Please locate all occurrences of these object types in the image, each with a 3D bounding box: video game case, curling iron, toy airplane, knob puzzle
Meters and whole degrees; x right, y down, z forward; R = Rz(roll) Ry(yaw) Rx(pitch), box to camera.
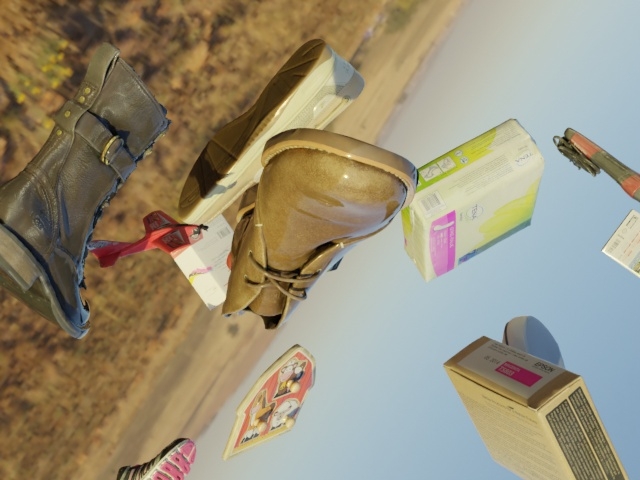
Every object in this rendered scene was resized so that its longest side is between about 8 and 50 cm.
[{"bbox_3d":[0.545,0.017,1.677,0.087,0.122,0.011,-55,178,9],"label":"video game case"},{"bbox_3d":[0.389,-0.059,1.204,0.035,0.274,0.068,-51,144,4],"label":"curling iron"},{"bbox_3d":[-0.201,0.002,1.158,0.151,0.151,0.028,-57,144,-66],"label":"toy airplane"},{"bbox_3d":[-0.061,0.250,1.581,0.213,0.030,0.213,-38,147,-30],"label":"knob puzzle"}]

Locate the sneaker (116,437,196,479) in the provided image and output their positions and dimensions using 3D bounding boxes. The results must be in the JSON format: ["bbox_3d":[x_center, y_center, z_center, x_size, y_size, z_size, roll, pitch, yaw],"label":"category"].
[{"bbox_3d":[-0.262,0.353,1.501,0.170,0.075,0.063,-47,137,-13],"label":"sneaker"}]

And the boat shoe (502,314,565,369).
[{"bbox_3d":[0.350,0.272,1.725,0.157,0.367,0.135,-11,-138,29],"label":"boat shoe"}]

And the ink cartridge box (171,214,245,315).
[{"bbox_3d":[-0.193,0.051,1.911,0.067,0.198,0.115,-35,179,43],"label":"ink cartridge box"}]

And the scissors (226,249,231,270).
[{"bbox_3d":[-0.060,0.023,1.473,0.109,0.021,0.297,-54,159,-1],"label":"scissors"}]

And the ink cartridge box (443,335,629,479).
[{"bbox_3d":[0.300,0.255,1.413,0.088,0.193,0.235,-34,-159,-16],"label":"ink cartridge box"}]

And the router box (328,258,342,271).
[{"bbox_3d":[0.000,0.000,1.964,0.133,0.046,0.179,-14,147,-34],"label":"router box"}]

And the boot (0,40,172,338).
[{"bbox_3d":[-0.216,-0.039,0.959,0.229,0.091,0.263,-54,163,-18],"label":"boot"}]

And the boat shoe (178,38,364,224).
[{"bbox_3d":[-0.067,-0.123,1.316,0.302,0.098,0.109,-47,-147,12],"label":"boat shoe"}]

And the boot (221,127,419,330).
[{"bbox_3d":[-0.011,0.003,0.738,0.305,0.112,0.115,138,-29,-72],"label":"boot"}]

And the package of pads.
[{"bbox_3d":[0.251,-0.061,1.667,0.229,0.101,0.296,-29,159,-4],"label":"package of pads"}]
